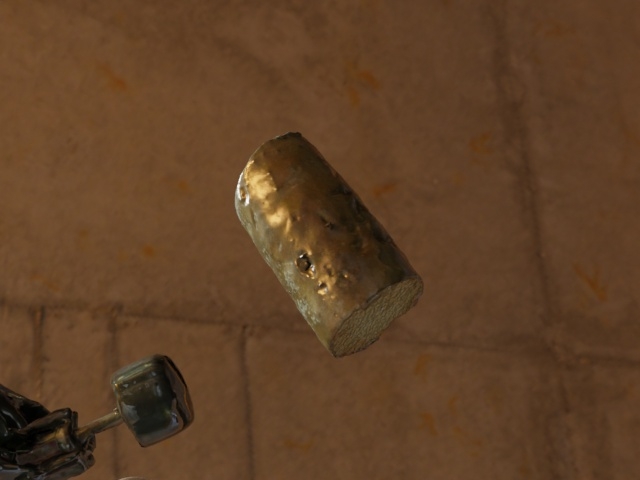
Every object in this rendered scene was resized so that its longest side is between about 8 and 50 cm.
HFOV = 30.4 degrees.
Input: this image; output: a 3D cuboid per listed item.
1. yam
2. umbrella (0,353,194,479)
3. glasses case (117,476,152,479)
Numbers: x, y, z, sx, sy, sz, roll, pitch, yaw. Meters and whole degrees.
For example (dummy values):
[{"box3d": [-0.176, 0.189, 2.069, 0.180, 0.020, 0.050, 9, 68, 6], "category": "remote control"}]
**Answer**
[{"box3d": [0.000, 0.000, 1.082, 0.107, 0.107, 0.194, -19, -119, -34], "category": "yam"}, {"box3d": [-0.233, 0.136, 0.609, 0.348, 0.143, 0.094, -25, -76, 0], "category": "umbrella"}, {"box3d": [-0.185, 0.282, 0.958, 0.076, 0.049, 0.197, 27, -87, -48], "category": "glasses case"}]
